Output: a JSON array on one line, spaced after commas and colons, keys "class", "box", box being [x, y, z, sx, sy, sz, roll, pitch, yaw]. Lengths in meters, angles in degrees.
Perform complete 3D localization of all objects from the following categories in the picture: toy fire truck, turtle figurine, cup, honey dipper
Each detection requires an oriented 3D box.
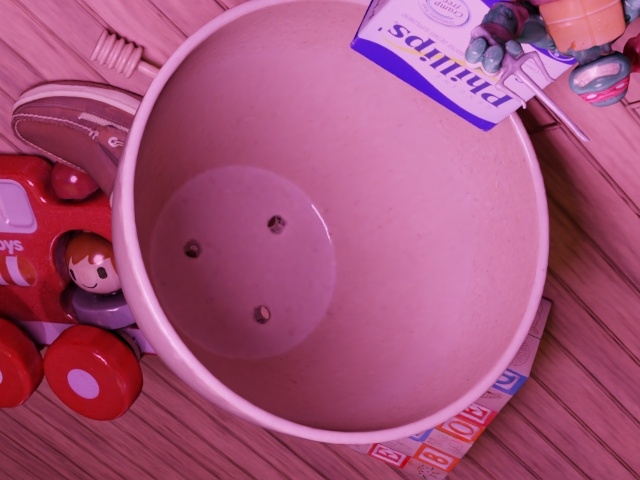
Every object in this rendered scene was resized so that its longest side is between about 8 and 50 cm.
[{"class": "toy fire truck", "box": [-0.266, 0.027, 1.532, 0.302, 0.169, 0.254, 2, 125, 29]}, {"class": "turtle figurine", "box": [0.157, -0.157, 0.939, 0.234, 0.175, 0.118, 66, 175, -19]}, {"class": "cup", "box": [-0.023, 0.000, 1.186, 0.331, 0.331, 0.237, 31, 159, -14]}, {"class": "honey dipper", "box": [-0.118, -0.131, 1.300, 0.160, 0.030, 0.030, 26, 149, -13]}]

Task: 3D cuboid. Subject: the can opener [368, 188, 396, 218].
[{"class": "can opener", "box": [0.000, 0.000, 1.402, 0.280, 0.074, 0.093, -17, 97, 45]}]

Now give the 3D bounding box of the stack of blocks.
[{"class": "stack of blocks", "box": [0.091, 0.124, 1.497, 0.171, 0.087, 0.297, 23, 149, -1]}]

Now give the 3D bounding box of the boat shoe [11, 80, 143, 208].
[{"class": "boat shoe", "box": [-0.170, -0.072, 1.355, 0.257, 0.095, 0.095, 12, 148, 18]}]

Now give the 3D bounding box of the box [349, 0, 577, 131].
[{"class": "box", "box": [0.111, -0.157, 1.064, 0.126, 0.072, 0.137, 31, 149, -12]}]
